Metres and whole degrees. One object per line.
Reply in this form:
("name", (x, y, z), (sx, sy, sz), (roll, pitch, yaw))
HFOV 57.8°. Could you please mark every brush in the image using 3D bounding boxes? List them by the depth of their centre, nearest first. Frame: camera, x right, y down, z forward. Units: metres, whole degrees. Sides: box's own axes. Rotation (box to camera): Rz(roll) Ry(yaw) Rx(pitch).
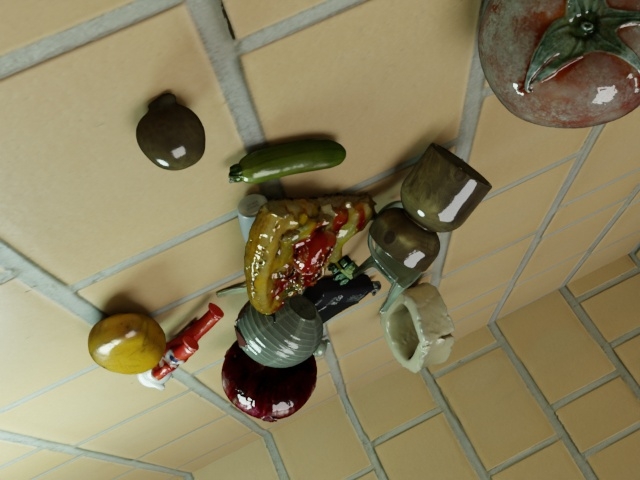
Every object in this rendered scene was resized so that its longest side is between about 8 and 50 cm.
("brush", (-0.195, 0.122, 1.572), (0.178, 0.030, 0.033), (-11, 159, -10))

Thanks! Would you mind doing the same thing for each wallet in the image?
("wallet", (-0.006, 0.271, 2.032), (0.285, 0.030, 0.146), (-36, 151, 14))

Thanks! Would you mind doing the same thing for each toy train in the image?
("toy train", (0.072, 0.091, 1.750), (0.081, 0.050, 0.122), (-36, 154, 5))

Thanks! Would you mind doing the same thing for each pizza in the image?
("pizza", (0.000, 0.000, 1.358), (0.406, 0.130, 0.440), (-32, 157, -23))

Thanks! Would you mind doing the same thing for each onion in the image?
("onion", (-0.157, 0.407, 1.812), (0.314, 0.314, 0.232), (-17, 147, -22))

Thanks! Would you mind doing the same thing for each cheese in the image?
("cheese", (0.373, 0.328, 2.209), (0.153, 0.292, 0.332), (-17, 147, -21))

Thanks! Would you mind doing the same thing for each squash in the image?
("squash", (-0.059, -0.158, 1.133), (0.258, 0.069, 0.069), (-15, 152, -26))

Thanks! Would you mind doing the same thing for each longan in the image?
("longan", (-0.236, -0.169, 0.912), (0.106, 0.106, 0.119), (-18, 114, -20))

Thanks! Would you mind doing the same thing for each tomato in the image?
("tomato", (0.430, -0.346, 0.981), (0.316, 0.317, 0.282), (-36, 178, 16))

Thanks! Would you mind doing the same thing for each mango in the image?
("mango", (-0.473, 0.242, 1.416), (0.177, 0.120, 0.295), (-12, 150, -14))

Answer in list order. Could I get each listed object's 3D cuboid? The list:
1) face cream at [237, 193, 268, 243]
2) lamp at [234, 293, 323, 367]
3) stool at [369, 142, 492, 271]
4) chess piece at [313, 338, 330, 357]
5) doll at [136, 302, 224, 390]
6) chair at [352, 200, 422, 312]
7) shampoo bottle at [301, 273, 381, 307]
("face cream", (-0.138, -0.033, 1.302), (0.084, 0.057, 0.198), (-25, 157, -10))
("lamp", (-0.121, 0.252, 1.649), (0.233, 0.233, 0.265), (-41, 160, 26))
("stool", (0.263, -0.080, 1.404), (0.179, 0.179, 0.264), (7, 125, -50))
("chess piece", (-0.069, 0.441, 2.208), (0.271, 0.139, 0.139), (-26, 157, -33))
("doll", (-0.399, 0.309, 1.592), (0.384, 0.099, 0.188), (-44, -172, 39))
("chair", (0.203, 0.041, 1.632), (0.203, 0.190, 0.275), (-41, 168, -29))
("shampoo bottle", (0.083, 0.158, 1.865), (0.309, 0.071, 0.098), (-4, 143, -44))
